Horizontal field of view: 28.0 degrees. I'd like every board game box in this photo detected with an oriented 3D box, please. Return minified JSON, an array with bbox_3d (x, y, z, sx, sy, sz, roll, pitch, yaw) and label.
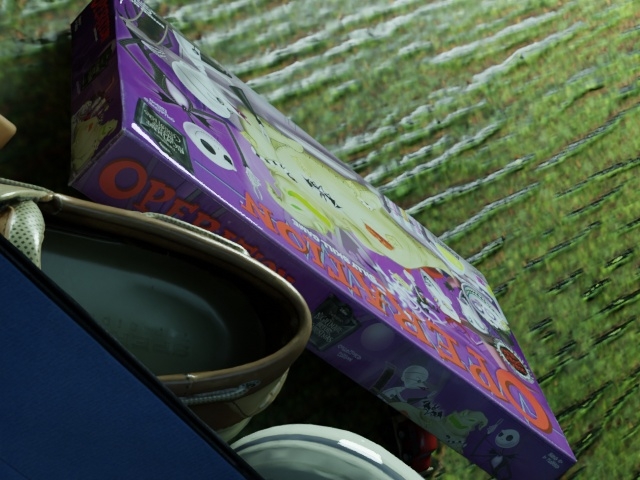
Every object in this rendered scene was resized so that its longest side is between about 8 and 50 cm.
[{"bbox_3d":[0.000,0.000,0.766,0.347,0.056,0.208,37,23,-28],"label":"board game box"}]

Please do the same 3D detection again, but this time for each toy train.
[{"bbox_3d":[0.061,0.136,0.873,0.027,0.036,0.158,-10,87,-40],"label":"toy train"}]

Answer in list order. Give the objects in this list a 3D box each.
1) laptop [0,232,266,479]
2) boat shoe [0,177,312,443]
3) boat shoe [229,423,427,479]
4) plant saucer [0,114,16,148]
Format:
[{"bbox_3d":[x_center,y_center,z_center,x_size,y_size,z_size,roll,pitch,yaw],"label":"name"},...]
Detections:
[{"bbox_3d":[-0.229,0.202,0.405,0.382,0.236,0.408,51,50,-40],"label":"laptop"},{"bbox_3d":[-0.151,0.018,0.539,0.324,0.120,0.122,9,65,-29],"label":"boat shoe"},{"bbox_3d":[0.084,0.251,0.756,0.500,0.187,0.156,50,26,-34],"label":"boat shoe"},{"bbox_3d":[-0.223,-0.091,0.545,0.200,0.200,0.037,36,85,-28],"label":"plant saucer"}]
